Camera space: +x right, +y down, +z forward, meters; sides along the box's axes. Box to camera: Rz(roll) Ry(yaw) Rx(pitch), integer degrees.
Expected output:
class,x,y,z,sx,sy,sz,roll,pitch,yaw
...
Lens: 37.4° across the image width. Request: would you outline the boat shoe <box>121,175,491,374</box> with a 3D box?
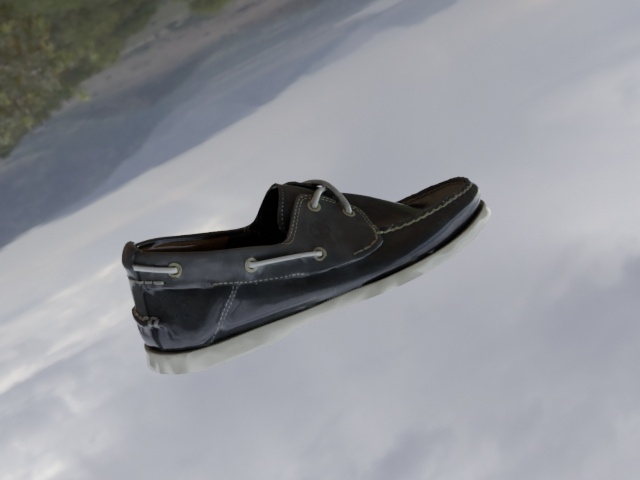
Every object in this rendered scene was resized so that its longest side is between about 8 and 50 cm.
class,x,y,z,sx,sy,sz,roll,pitch,yaw
boat shoe,0.000,0.000,0.549,0.233,0.079,0.084,-20,-169,-23
